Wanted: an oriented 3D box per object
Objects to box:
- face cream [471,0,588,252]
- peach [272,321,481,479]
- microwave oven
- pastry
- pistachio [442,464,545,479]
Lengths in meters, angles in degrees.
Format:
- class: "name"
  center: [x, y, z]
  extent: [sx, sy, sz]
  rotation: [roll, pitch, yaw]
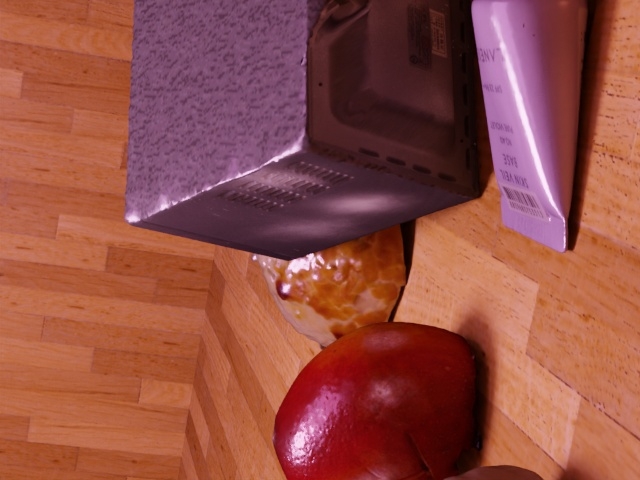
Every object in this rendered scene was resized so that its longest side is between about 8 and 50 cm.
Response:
- class: "face cream"
  center: [0.180, -0.135, 1.101]
  extent: [0.154, 0.096, 0.274]
  rotation: [-148, 53, -73]
- class: "peach"
  center: [0.072, 0.182, 1.265]
  extent: [0.196, 0.226, 0.190]
  rotation: [60, -166, 12]
- class: "microwave oven"
  center: [-0.019, -0.234, 1.383]
  extent: [0.374, 0.236, 0.432]
  rotation: [-19, 65, 45]
- class: "pastry"
  center: [0.001, 0.006, 1.590]
  extent: [0.237, 0.170, 0.256]
  rotation: [137, 135, -74]
- class: "pistachio"
  center: [0.140, 0.253, 0.938]
  extent: [0.226, 0.136, 0.136]
  rotation: [-114, 34, -59]
